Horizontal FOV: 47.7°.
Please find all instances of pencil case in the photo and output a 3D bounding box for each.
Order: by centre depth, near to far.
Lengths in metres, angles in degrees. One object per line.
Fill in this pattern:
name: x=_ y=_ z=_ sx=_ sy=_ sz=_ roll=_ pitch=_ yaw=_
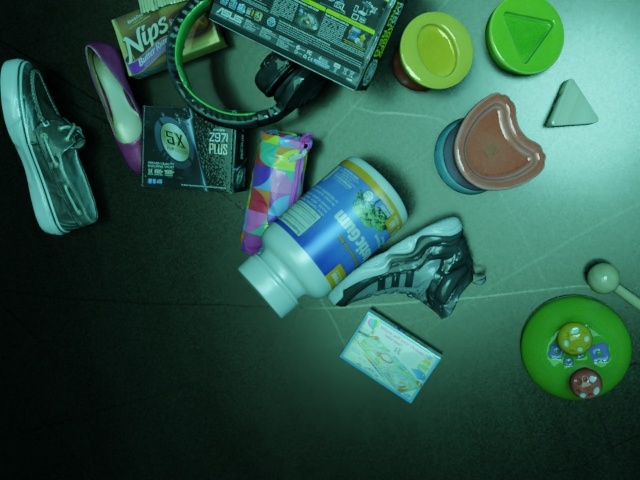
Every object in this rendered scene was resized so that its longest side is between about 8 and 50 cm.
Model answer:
pencil case: x=-0.078 y=-0.084 z=1.285 sx=0.104 sy=0.104 sz=0.236 roll=14 pitch=103 yaw=10

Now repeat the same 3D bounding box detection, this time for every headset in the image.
headset: x=-0.064 y=-0.340 z=1.198 sx=0.394 sy=0.185 sz=0.243 roll=-22 pitch=88 yaw=-3

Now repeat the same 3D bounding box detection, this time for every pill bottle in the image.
pill bottle: x=0.000 y=0.000 z=1.208 sx=0.272 sy=0.152 sz=0.152 roll=-42 pitch=87 yaw=-9

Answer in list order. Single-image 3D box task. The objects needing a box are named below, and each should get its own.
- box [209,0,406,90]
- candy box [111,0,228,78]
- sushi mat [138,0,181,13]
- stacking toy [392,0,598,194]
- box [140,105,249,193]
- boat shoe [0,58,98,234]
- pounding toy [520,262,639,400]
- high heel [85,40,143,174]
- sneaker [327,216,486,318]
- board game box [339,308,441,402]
box: x=-0.010 y=-0.377 z=1.083 sx=0.270 sy=0.060 sz=0.216 roll=28 pitch=109 yaw=13
candy box: x=-0.273 y=-0.377 z=1.314 sx=0.186 sy=0.053 sz=0.109 roll=-16 pitch=93 yaw=12
sushi mat: x=-0.277 y=-0.566 z=1.280 sx=0.151 sy=0.019 sz=0.317 roll=-13 pitch=84 yaw=15
stacking toy: x=0.278 y=-0.244 z=1.209 sx=0.279 sy=0.130 sz=0.309 roll=-26 pitch=94 yaw=-12
box: x=-0.228 y=-0.166 z=1.319 sx=0.180 sy=0.077 sz=0.147 roll=6 pitch=98 yaw=12
boat shoe: x=-0.499 y=-0.180 z=1.371 sx=0.119 sy=0.121 sz=0.335 roll=-10 pitch=106 yaw=6
pounding toy: x=0.446 y=0.172 z=1.198 sx=0.183 sy=0.110 sz=0.237 roll=43 pitch=104 yaw=4
high heel: x=-0.368 y=-0.238 z=1.320 sx=0.082 sy=0.117 sz=0.244 roll=-6 pitch=96 yaw=13
sneaker: x=0.151 y=0.081 z=1.254 sx=0.268 sy=0.101 sz=0.153 roll=-30 pitch=88 yaw=12
board game box: x=0.127 y=0.209 z=1.316 sx=0.154 sy=0.026 sz=0.103 roll=33 pitch=103 yaw=7
